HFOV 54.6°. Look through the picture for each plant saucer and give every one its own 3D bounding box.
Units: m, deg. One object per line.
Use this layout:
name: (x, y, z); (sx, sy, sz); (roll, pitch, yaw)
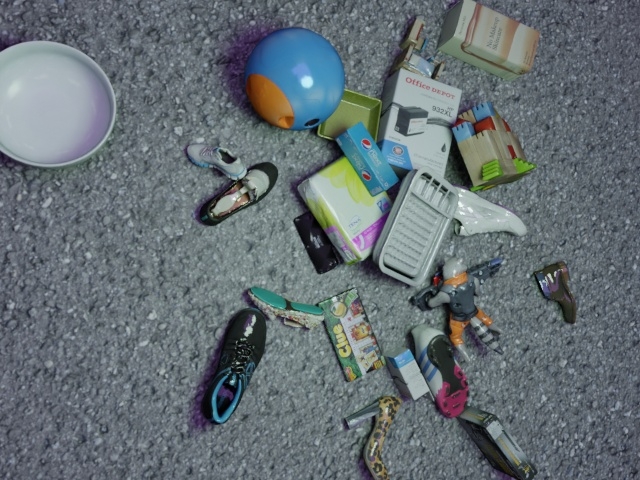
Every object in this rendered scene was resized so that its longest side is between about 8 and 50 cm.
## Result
plant saucer: (0.087, -0.374, 1.928); (0.189, 0.045, 0.188); (15, 70, -14)

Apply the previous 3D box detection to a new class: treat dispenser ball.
treat dispenser ball: (-0.072, -0.460, 1.776); (0.289, 0.288, 0.287); (1, 85, -16)

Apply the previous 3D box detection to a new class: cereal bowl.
cereal bowl: (-0.721, -0.347, 1.654); (0.339, 0.141, 0.338); (1, 85, -16)

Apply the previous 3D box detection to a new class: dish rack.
dish rack: (0.279, -0.043, 1.866); (0.286, 0.072, 0.332); (25, 87, -50)

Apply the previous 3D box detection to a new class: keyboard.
keyboard: (0.000, 0.000, 1.899); (0.100, 0.038, 0.192); (-25, 91, 2)

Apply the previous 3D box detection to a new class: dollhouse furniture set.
dollhouse furniture set: (0.329, -0.605, 1.987); (0.129, 0.129, 0.183); (25, 79, -13)

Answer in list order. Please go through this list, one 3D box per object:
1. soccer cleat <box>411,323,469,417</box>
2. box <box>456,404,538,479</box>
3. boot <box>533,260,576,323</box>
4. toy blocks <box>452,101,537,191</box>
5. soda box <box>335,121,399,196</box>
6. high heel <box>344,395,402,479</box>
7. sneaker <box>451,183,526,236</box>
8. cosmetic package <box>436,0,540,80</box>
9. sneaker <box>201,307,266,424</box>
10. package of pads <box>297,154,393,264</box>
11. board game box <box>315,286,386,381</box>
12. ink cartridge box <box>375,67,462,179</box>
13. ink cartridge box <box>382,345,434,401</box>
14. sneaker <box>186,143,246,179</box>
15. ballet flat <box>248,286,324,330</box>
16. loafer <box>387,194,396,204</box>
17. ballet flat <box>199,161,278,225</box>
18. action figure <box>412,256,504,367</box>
soccer cleat: (0.372, 0.399, 1.937); (0.116, 0.143, 0.331); (-27, 117, -16)
box: (0.541, 0.628, 1.923); (0.056, 0.183, 0.231); (-38, 97, -17)
boot: (0.796, 0.186, 2.103); (0.106, 0.082, 0.219); (-13, 94, 5)
toy blocks: (0.530, -0.310, 1.946); (0.381, 0.191, 0.260); (-11, 80, -55)
soda box: (0.138, -0.239, 1.833); (0.071, 0.067, 0.210); (-36, 96, -35)
high heel: (0.209, 0.611, 1.870); (0.186, 0.093, 0.261); (-24, 84, -10)
sneaker: (0.523, -0.065, 2.025); (0.305, 0.114, 0.152); (24, 91, -7)
cosmetic package: (0.558, -0.665, 2.059); (0.296, 0.129, 0.153); (17, 82, -14)
sneaker: (-0.229, 0.355, 1.742); (0.125, 0.140, 0.340); (20, 79, -12)
package of pads: (0.094, -0.099, 1.870); (0.229, 0.101, 0.296); (-35, 95, -32)
board game box: (0.094, 0.288, 1.900); (0.136, 0.030, 0.259); (-23, 92, -15)
ink cartridge box: (0.295, -0.353, 1.957); (0.223, 0.129, 0.307); (16, 81, -14)
ink cartridge box: (0.268, 0.421, 1.900); (0.060, 0.104, 0.180); (-27, 93, -17)
sneaker: (-0.300, -0.245, 1.772); (0.191, 0.083, 0.071); (21, 64, 14)
ballet flat: (-0.107, 0.209, 1.824); (0.241, 0.091, 0.077); (20, 111, -10)
loafer: (0.269, -0.120, 1.977); (0.125, 0.045, 0.039); (7, 77, -13)
ballet flat: (-0.226, -0.135, 1.805); (0.280, 0.096, 0.095); (-41, 99, -16)
action figure: (0.487, 0.186, 1.951); (0.341, 0.178, 0.330); (-31, 104, -13)
